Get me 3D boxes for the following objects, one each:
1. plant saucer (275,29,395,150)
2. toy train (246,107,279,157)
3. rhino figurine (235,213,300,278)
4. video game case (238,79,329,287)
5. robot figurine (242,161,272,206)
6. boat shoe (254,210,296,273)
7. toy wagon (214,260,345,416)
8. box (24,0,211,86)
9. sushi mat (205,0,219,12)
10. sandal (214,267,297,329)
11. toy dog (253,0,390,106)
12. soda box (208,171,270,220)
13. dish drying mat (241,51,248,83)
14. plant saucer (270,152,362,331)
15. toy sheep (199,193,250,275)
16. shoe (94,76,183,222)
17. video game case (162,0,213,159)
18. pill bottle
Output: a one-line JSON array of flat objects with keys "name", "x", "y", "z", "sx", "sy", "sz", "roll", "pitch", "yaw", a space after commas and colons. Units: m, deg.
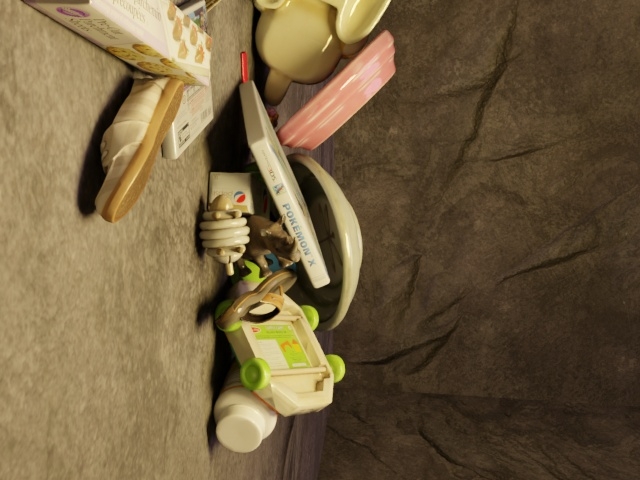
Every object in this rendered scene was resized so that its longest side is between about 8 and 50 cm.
[{"name": "plant saucer", "x": 0.042, "y": -0.306, "z": 1.585, "sx": 0.084, "sy": 0.332, "sz": 0.332, "roll": 46, "pitch": 18, "yaw": -9}, {"name": "toy train", "x": -0.128, "y": -0.225, "z": 1.587, "sx": 0.166, "sy": 0.046, "sz": 0.125, "roll": -81, "pitch": -173, "yaw": -81}, {"name": "rhino figurine", "x": -0.099, "y": 0.006, "z": 1.270, "sx": 0.243, "sy": 0.073, "sz": 0.106, "roll": -6, "pitch": -68, "yaw": 62}, {"name": "video game case", "x": -0.071, "y": -0.114, "z": 1.376, "sx": 0.329, "sy": 0.036, "sz": 0.300, "roll": -106, "pitch": 174, "yaw": -60}, {"name": "robot figurine", "x": -0.128, "y": -0.107, "z": 1.497, "sx": 0.101, "sy": 0.067, "sz": 0.115, "roll": 154, "pitch": -59, "yaw": -65}, {"name": "boat shoe", "x": -0.097, "y": 0.015, "z": 1.617, "sx": 0.258, "sy": 0.108, "sz": 0.089, "roll": 104, "pitch": -24, "yaw": -62}, {"name": "toy wagon", "x": -0.092, "y": 0.166, "z": 1.413, "sx": 0.267, "sy": 0.068, "sz": 0.345, "roll": 12, "pitch": 44, "yaw": -56}, {"name": "box", "x": -0.192, "y": -0.226, "z": 0.773, "sx": 0.324, "sy": 0.067, "sz": 0.063, "roll": 4, "pitch": 90, "yaw": -81}, {"name": "sushi mat", "x": -0.072, "y": -0.464, "z": 1.087, "sx": 0.019, "sy": 0.316, "sz": 0.152, "roll": 26, "pitch": 60, "yaw": -35}, {"name": "sandal", "x": -0.100, "y": 0.111, "z": 1.277, "sx": 0.090, "sy": 0.060, "sz": 0.219, "roll": -47, "pitch": 172, "yaw": 25}, {"name": "toy dog", "x": 0.008, "y": -0.500, "z": 1.679, "sx": 0.408, "sy": 0.284, "sz": 0.396, "roll": -71, "pitch": 175, "yaw": -70}, {"name": "soda box", "x": -0.142, "y": -0.074, "z": 1.346, "sx": 0.216, "sy": 0.073, "sz": 0.069, "roll": 37, "pitch": 56, "yaw": -83}, {"name": "dish drying mat", "x": -0.151, "y": -0.332, "z": 1.475, "sx": 0.032, "sy": 0.008, "sz": 0.083, "roll": -70, "pitch": 162, "yaw": -68}, {"name": "plant saucer", "x": 0.000, "y": 0.000, "z": 1.667, "sx": 0.400, "sy": 0.100, "sz": 0.401, "roll": 32, "pitch": -53, "yaw": 57}, {"name": "toy sheep", "x": -0.155, "y": -0.009, "z": 1.199, "sx": 0.091, "sy": 0.091, "sz": 0.132, "roll": -25, "pitch": 113, "yaw": -83}, {"name": "shoe", "x": -0.211, "y": -0.107, "z": 0.822, "sx": 0.077, "sy": 0.058, "sz": 0.219, "roll": 117, "pitch": -10, "yaw": -48}, {"name": "video game case", "x": -0.193, "y": -0.234, "z": 1.053, "sx": 0.201, "sy": 0.023, "sz": 0.184, "roll": -73, "pitch": 164, "yaw": -64}, {"name": "pill bottle", "x": -0.131, "y": 0.295, "z": 1.393, "sx": 0.215, "sy": 0.117, "sz": 0.117, "roll": -74, "pitch": 165, "yaw": -64}]
